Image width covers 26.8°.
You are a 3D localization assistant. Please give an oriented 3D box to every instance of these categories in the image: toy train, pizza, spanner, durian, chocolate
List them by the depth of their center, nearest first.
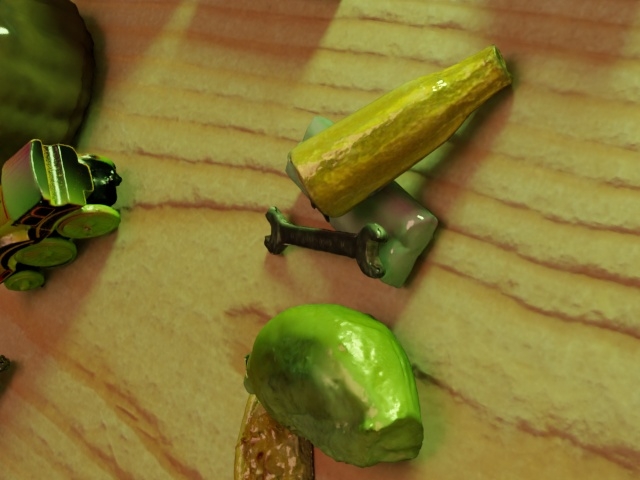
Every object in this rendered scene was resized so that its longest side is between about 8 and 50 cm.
[{"bbox_3d":[0.078,-0.106,1.245,0.219,0.085,0.086,-32,52,16],"label":"chocolate"},{"bbox_3d":[0.004,0.128,1.256,0.250,0.101,0.139,25,98,47],"label":"durian"},{"bbox_3d":[0.000,0.000,1.333,0.254,0.015,0.054,10,108,62],"label":"spanner"},{"bbox_3d":[-0.051,0.220,1.342,0.099,0.035,0.160,-22,61,44],"label":"pizza"},{"bbox_3d":[-0.378,-0.022,1.722,0.296,0.160,0.100,-34,59,38],"label":"toy train"}]

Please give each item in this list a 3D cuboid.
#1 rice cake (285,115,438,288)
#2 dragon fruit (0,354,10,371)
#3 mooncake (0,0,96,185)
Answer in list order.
[{"bbox_3d":[0.036,-0.045,1.330,0.222,0.042,0.080,49,119,46],"label":"rice cake"},{"bbox_3d":[-0.512,0.220,1.823,0.235,0.135,0.137,-18,56,26],"label":"dragon fruit"},{"bbox_3d":[-0.450,-0.209,1.852,0.324,0.187,0.324,-22,61,47],"label":"mooncake"}]
